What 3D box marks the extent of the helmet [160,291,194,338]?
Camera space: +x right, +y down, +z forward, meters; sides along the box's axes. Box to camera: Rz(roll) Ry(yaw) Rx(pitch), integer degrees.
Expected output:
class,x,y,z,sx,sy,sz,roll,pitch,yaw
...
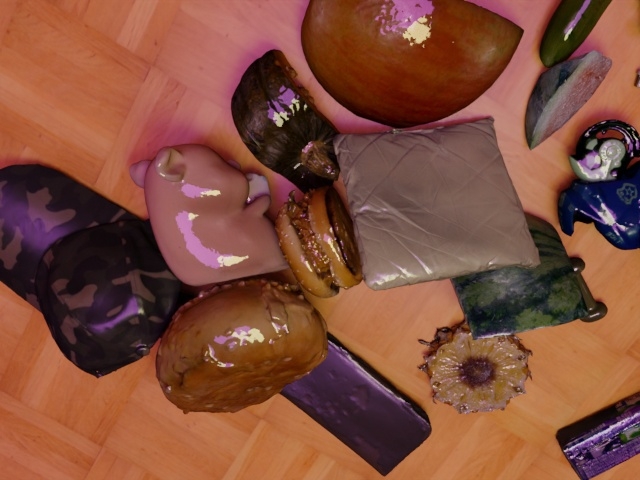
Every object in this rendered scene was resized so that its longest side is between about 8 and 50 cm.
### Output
class,x,y,z,sx,sy,sz,roll,pitch,yaw
helmet,-0.276,0.131,1.152,0.111,0.057,0.089,-39,141,19

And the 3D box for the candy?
class,x,y,z,sx,sy,sz,roll,pitch,yaw
candy,0.596,0.334,1.128,0.312,0.061,0.088,-32,99,12

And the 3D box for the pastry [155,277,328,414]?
class,x,y,z,sx,sy,sz,roll,pitch,yaw
pastry,-0.141,0.168,1.059,0.315,0.284,0.184,-41,54,33

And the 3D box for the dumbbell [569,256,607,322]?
class,x,y,z,sx,sy,sz,roll,pitch,yaw
dumbbell,0.461,0.087,1.078,0.052,0.046,0.118,-26,102,17

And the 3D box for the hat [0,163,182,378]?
class,x,y,z,sx,sy,sz,roll,pitch,yaw
hat,-0.466,0.057,1.084,0.381,0.257,0.366,27,105,-23

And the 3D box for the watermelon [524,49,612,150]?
class,x,y,z,sx,sy,sz,roll,pitch,yaw
watermelon,0.387,-0.230,0.986,0.094,0.081,0.180,25,126,-23

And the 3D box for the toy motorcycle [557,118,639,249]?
class,x,y,z,sx,sy,sz,roll,pitch,yaw
toy motorcycle,0.525,-0.038,1.003,0.331,0.125,0.196,40,107,-3

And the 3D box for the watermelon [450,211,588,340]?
class,x,y,z,sx,sy,sz,roll,pitch,yaw
watermelon,0.305,0.085,1.027,0.212,0.262,0.201,-8,133,4

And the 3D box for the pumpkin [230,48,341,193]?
class,x,y,z,sx,sy,sz,roll,pitch,yaw
pumpkin,-0.051,-0.180,1.008,0.131,0.126,0.248,-38,100,16

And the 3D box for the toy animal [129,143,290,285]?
class,x,y,z,sx,sy,sz,roll,pitch,yaw
toy animal,-0.176,-0.043,1.027,0.212,0.195,0.256,-22,97,-28

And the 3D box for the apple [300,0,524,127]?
class,x,y,z,sx,sy,sz,roll,pitch,yaw
apple,0.136,-0.303,0.957,0.345,0.254,0.179,15,64,0

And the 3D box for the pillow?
class,x,y,z,sx,sy,sz,roll,pitch,yaw
pillow,0.177,-0.063,0.962,0.280,0.076,0.275,-8,65,-9

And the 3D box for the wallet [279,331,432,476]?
class,x,y,z,sx,sy,sz,roll,pitch,yaw
wallet,0.058,0.310,1.180,0.309,0.042,0.165,39,105,-3

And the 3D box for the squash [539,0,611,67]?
class,x,y,z,sx,sy,sz,roll,pitch,yaw
squash,0.421,-0.385,0.936,0.069,0.069,0.258,31,106,-4

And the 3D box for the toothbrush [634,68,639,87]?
class,x,y,z,sx,sy,sz,roll,pitch,yaw
toothbrush,0.674,-0.220,0.981,0.342,0.025,0.030,14,113,1

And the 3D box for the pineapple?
class,x,y,z,sx,sy,sz,roll,pitch,yaw
pineapple,0.286,0.236,1.137,0.221,0.047,0.221,2,107,6

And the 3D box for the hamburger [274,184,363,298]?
class,x,y,z,sx,sy,sz,roll,pitch,yaw
hamburger,0.004,0.005,1.026,0.117,0.191,0.182,-18,84,17
